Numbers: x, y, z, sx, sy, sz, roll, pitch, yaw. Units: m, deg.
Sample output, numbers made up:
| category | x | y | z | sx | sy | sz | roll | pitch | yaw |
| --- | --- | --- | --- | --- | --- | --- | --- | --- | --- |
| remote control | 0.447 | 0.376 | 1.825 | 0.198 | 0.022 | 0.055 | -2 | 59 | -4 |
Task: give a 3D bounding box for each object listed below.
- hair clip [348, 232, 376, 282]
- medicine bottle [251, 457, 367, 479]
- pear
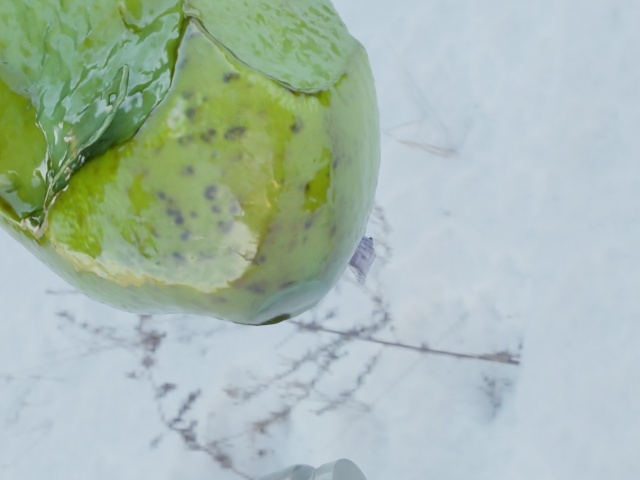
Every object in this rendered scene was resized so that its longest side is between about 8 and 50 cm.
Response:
| category | x | y | z | sx | sy | sz | roll | pitch | yaw |
| --- | --- | --- | --- | --- | --- | --- | --- | --- | --- |
| hair clip | 0.000 | 0.000 | 1.245 | 0.084 | 0.292 | 0.106 | -39 | 89 | 2 |
| medicine bottle | -0.031 | 0.220 | 1.043 | 0.140 | 0.079 | 0.079 | -25 | 64 | 24 |
| pear | -0.097 | -0.048 | 0.717 | 0.238 | 0.164 | 0.255 | -48 | 61 | 34 |
